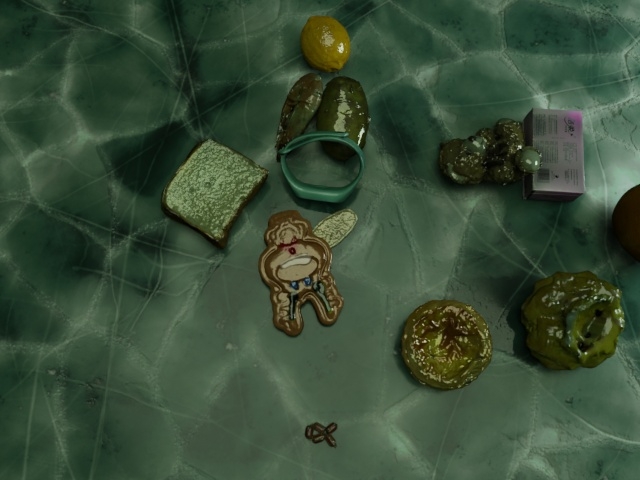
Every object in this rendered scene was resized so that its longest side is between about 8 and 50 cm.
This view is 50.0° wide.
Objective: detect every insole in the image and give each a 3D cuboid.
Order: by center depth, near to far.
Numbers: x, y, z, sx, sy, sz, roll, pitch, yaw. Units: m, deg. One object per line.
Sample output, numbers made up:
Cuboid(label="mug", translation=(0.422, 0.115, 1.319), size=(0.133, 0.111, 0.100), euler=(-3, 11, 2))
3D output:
Cuboid(label="insole", translation=(0.000, 0.000, 1.882), size=(0.248, 0.011, 0.081), euler=(-43, 81, -11))

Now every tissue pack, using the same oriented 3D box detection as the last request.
Cuboid(label="tissue pack", translation=(0.651, -0.236, 1.918), size=(0.149, 0.092, 0.246), euler=(4, 76, 1))

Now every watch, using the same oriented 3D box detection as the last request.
Cuboid(label="watch", translation=(0.000, -0.202, 1.860), size=(0.237, 0.068, 0.195), euler=(8, 109, 9))

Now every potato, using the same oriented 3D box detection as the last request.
Cuboid(label="potato", translation=(0.063, -0.338, 1.923), size=(0.150, 0.113, 0.251), euler=(-1, 87, -8))

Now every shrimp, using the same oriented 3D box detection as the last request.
Cuboid(label="shrimp", translation=(-0.074, -0.346, 1.929), size=(0.145, 0.061, 0.267), euler=(25, 98, 46))

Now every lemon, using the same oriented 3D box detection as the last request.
Cuboid(label="lemon", translation=(0.012, -0.568, 1.964), size=(0.142, 0.142, 0.187), euler=(-21, 74, -7))

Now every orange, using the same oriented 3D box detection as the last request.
Cuboid(label="orange", translation=(0.896, -0.041, 1.794), size=(0.264, 0.264, 0.264), euler=(0, 75, -1))

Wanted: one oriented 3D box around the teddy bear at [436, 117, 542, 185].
Cuboid(label="teddy bear", translation=(0.447, -0.227, 1.881), size=(0.256, 0.156, 0.267), euler=(2, 36, -2))

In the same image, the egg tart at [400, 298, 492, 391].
Cuboid(label="egg tart", translation=(0.322, 0.271, 1.773), size=(0.241, 0.106, 0.240), euler=(0, 74, 1))

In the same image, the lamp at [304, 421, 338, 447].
Cuboid(label="lamp", translation=(0.002, 0.493, 1.746), size=(0.083, 0.031, 0.063), euler=(3, 74, 3))

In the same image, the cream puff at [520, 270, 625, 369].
Cuboid(label="cream puff", translation=(0.655, 0.201, 1.760), size=(0.282, 0.185, 0.281), euler=(0, 73, 2))

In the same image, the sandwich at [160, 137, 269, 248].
Cuboid(label="sandwich", translation=(-0.294, -0.133, 1.870), size=(0.226, 0.087, 0.251), euler=(31, 74, 5))

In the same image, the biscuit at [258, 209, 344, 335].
Cuboid(label="biscuit", translation=(-0.061, 0.080, 1.833), size=(0.202, 0.047, 0.333), euler=(-13, 79, -5))
